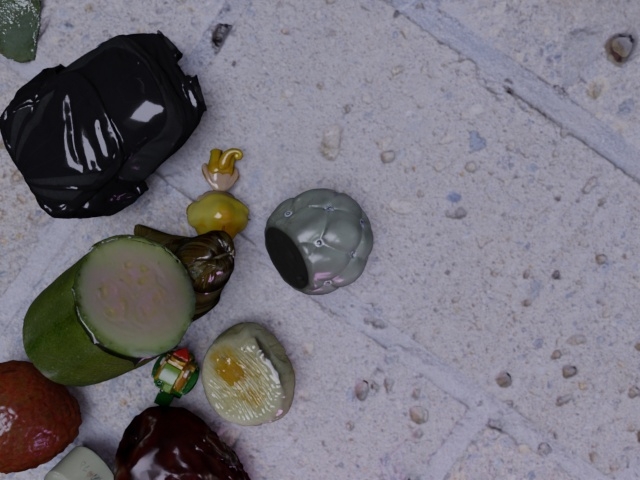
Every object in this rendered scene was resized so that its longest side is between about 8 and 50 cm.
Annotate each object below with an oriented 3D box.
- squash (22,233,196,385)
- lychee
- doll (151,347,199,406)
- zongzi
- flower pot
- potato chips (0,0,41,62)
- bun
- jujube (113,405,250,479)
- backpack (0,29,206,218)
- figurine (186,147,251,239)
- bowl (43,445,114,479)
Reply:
[{"bbox_3d":[-0.454,0.161,1.285,0.384,0.263,0.263,-27,92,47],"label":"squash"},{"bbox_3d":[-0.719,0.407,1.404,0.300,0.255,0.255,16,95,-34],"label":"lychee"},{"bbox_3d":[-0.348,0.321,1.424,0.106,0.186,0.134,30,66,1],"label":"doll"},{"bbox_3d":[-0.324,0.016,1.371,0.134,0.286,0.288,-32,78,-37],"label":"zongzi"},{"bbox_3d":[0.000,0.000,1.356,0.195,0.246,0.246,-27,92,-28],"label":"flower pot"},{"bbox_3d":[-0.748,-0.548,1.447,0.167,0.059,0.228,-35,91,-6],"label":"potato chips"},{"bbox_3d":[-0.155,0.318,1.425,0.244,0.153,0.243,2,96,23],"label":"bun"},{"bbox_3d":[-0.315,0.559,1.396,0.258,0.258,0.376,-43,91,4],"label":"jujube"},{"bbox_3d":[-0.472,-0.268,1.357,0.446,0.255,0.363,-28,91,18],"label":"backpack"},{"bbox_3d":[-0.237,-0.094,1.425,0.156,0.131,0.246,3,83,-21],"label":"figurine"},{"bbox_3d":[-0.574,0.619,1.416,0.238,0.126,0.237,12,111,34],"label":"bowl"}]
